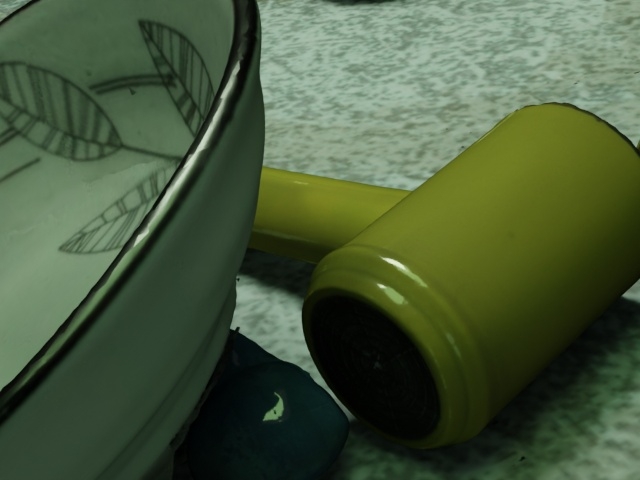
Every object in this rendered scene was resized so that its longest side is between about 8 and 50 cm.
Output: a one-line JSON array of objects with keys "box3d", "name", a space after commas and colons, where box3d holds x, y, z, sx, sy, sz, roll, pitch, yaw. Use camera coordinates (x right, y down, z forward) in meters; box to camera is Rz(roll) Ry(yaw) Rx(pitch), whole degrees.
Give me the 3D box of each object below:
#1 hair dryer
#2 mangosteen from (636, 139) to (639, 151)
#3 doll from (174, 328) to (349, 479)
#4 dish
[{"box3d": [0.000, 0.000, 0.551, 0.278, 0.090, 0.135, 13, 41, 46], "name": "hair dryer"}, {"box3d": [0.193, -0.042, 0.510, 0.140, 0.140, 0.140, -9, 31, 6], "name": "mangosteen"}, {"box3d": [-0.031, 0.070, 0.468, 0.076, 0.050, 0.083, -31, 37, -20], "name": "doll"}, {"box3d": [-0.125, 0.033, 0.462, 0.316, 0.106, 0.316, -28, 33, 20], "name": "dish"}]
